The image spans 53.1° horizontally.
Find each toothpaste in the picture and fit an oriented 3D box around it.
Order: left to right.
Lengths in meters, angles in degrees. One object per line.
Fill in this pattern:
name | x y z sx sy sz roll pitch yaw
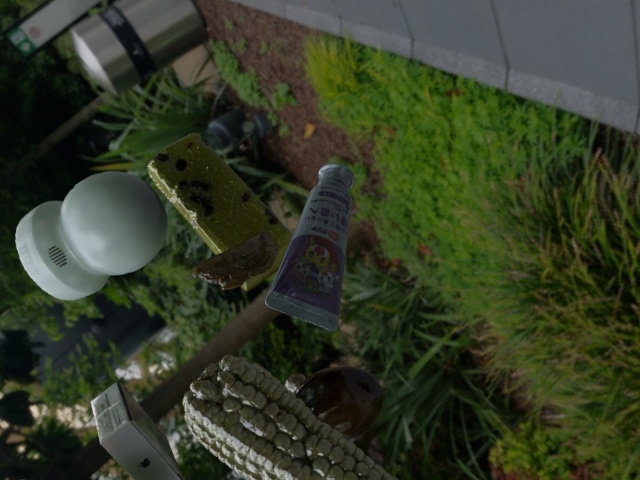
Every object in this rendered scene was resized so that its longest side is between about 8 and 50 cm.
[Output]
toothpaste | 0.000 0.000 1.016 0.114 0.299 0.073 23 139 -11

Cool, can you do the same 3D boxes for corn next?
corn | -0.024 0.181 0.546 0.211 0.087 0.087 36 167 12

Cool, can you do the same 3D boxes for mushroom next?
mushroom | -0.010 0.278 1.130 0.148 0.227 0.217 59 180 -19

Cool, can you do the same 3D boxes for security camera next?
security camera | -0.393 -0.019 1.152 0.194 0.236 0.194 55 -164 -25

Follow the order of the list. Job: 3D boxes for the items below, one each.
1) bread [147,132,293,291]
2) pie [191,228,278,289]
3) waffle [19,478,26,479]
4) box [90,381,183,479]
bread | -0.205 -0.071 1.301 0.361 0.138 0.077 46 161 21
pie | -0.132 0.035 1.072 0.092 0.170 0.034 37 138 32
waffle | -0.341 0.470 0.835 0.302 0.324 0.068 14 -163 29
box | -0.261 0.284 0.909 0.129 0.051 0.130 60 166 -23
